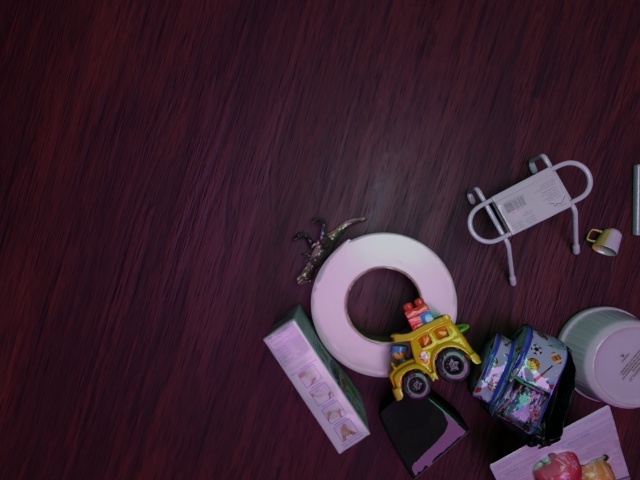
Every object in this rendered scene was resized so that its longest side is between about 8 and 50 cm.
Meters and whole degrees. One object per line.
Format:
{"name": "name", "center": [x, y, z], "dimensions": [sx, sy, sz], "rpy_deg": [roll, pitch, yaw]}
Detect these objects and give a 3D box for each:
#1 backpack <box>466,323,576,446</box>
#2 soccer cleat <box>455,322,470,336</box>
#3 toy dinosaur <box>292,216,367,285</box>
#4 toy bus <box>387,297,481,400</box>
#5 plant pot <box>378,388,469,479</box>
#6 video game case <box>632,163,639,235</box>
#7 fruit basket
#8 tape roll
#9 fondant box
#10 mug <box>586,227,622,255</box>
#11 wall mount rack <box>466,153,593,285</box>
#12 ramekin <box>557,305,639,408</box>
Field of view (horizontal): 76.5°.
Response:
{"name": "backpack", "center": [0.517, 0.349, 1.061], "dimensions": [0.213, 0.276, 0.263], "rpy_deg": [34, 88, 14]}
{"name": "soccer cleat", "center": [0.351, 0.299, 1.153], "dimensions": [0.179, 0.060, 0.072], "rpy_deg": [-34, 99, 8]}
{"name": "toy dinosaur", "center": [0.000, 0.000, 1.153], "dimensions": [0.118, 0.064, 0.268], "rpy_deg": [42, 91, -14]}
{"name": "toy bus", "center": [0.244, 0.260, 0.998], "dimensions": [0.220, 0.149, 0.211], "rpy_deg": [-28, 76, 4]}
{"name": "plant pot", "center": [0.260, 0.481, 1.101], "dimensions": [0.187, 0.188, 0.167], "rpy_deg": [-42, 75, 2]}
{"name": "video game case", "center": [0.981, -0.114, 1.148], "dimensions": [0.183, 0.023, 0.201], "rpy_deg": [0, 92, 1]}
{"name": "fruit basket", "center": [0.626, 0.608, 1.056], "dimensions": [0.327, 0.165, 0.353], "rpy_deg": [-29, 107, 2]}
{"name": "tape roll", "center": [0.167, 0.168, 1.100], "dimensions": [0.392, 0.072, 0.392], "rpy_deg": [0, 90, 3]}
{"name": "fondant box", "center": [-0.008, 0.342, 1.067], "dimensions": [0.096, 0.238, 0.330], "rpy_deg": [-35, 90, 1]}
{"name": "mug", "center": [0.800, -0.003, 1.135], "dimensions": [0.078, 0.062, 0.064], "rpy_deg": [31, 83, -6]}
{"name": "wall mount rack", "center": [0.573, -0.054, 1.112], "dimensions": [0.350, 0.130, 0.304], "rpy_deg": [-27, 86, 2]}
{"name": "ramekin", "center": [0.805, 0.322, 1.104], "dimensions": [0.273, 0.127, 0.273], "rpy_deg": [0, 90, 2]}
